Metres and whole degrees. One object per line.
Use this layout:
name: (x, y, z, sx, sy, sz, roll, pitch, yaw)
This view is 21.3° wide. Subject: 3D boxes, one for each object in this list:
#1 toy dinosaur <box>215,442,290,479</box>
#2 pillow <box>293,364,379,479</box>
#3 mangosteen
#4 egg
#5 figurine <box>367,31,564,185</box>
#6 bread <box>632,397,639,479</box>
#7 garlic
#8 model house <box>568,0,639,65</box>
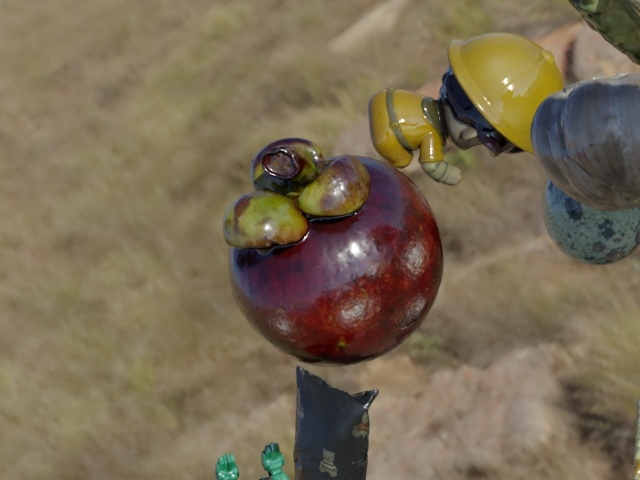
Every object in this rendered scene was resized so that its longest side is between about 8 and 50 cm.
toy dinosaur: (-0.071, 0.337, 1.948, 0.094, 0.153, 0.259, -10, -27, -19)
pillow: (0.011, 0.196, 1.606, 0.048, 0.150, 0.090, -15, 30, -36)
mangosteen: (0.000, 0.000, 1.630, 0.215, 0.257, 0.215, -16, 49, 20)
egg: (0.339, -0.044, 2.115, 0.132, 0.172, 0.132, -15, 50, 18)
figurine: (0.187, -0.172, 2.193, 0.256, 0.167, 0.192, -17, 55, 8)
bread: (0.399, 0.267, 1.940, 0.127, 0.152, 0.147, -10, 43, 22)
garlic: (0.355, -0.111, 1.929, 0.227, 0.152, 0.228, -5, -2, 0)
model house: (0.388, -0.210, 1.256, 0.321, 0.261, 0.266, -46, 31, 6)
